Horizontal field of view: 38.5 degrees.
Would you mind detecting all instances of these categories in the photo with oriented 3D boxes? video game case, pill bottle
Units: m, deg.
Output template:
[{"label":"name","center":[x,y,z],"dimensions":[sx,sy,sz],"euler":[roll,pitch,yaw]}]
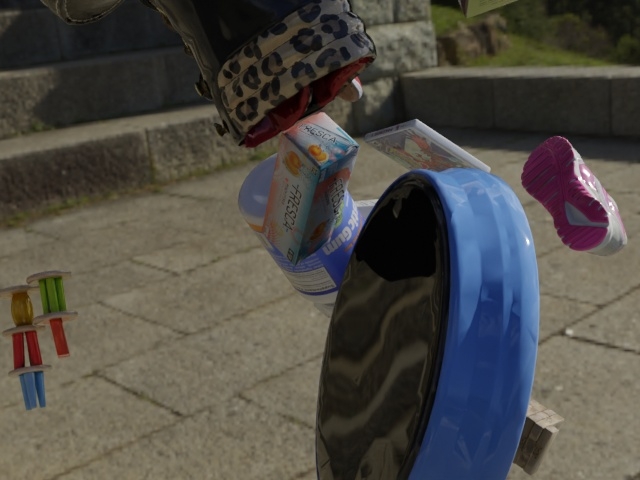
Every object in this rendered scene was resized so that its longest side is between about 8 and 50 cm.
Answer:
[{"label":"video game case","center":[0.214,-0.174,1.861],"dimensions":[0.201,0.023,0.183],"euler":[29,-17,-24]},{"label":"pill bottle","center":[0.000,0.000,1.408],"dimensions":[0.152,0.272,0.152],"euler":[-19,42,18]}]

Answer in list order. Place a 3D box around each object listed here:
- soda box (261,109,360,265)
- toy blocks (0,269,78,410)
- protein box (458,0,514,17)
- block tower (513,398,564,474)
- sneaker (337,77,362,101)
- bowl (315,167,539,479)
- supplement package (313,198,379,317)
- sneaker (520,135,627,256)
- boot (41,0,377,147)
[{"label":"soda box","center":[-0.014,-0.053,0.995],"dimensions":[0.058,0.183,0.063],"euler":[-34,69,-28]},{"label":"toy blocks","center":[-0.329,0.120,1.087],"dimensions":[0.123,0.148,0.054],"euler":[-21,-13,39]},{"label":"protein box","center":[0.285,-0.460,1.336],"dimensions":[0.200,0.136,0.201],"euler":[-20,-16,0]},{"label":"block tower","center":[0.271,0.281,1.643],"dimensions":[0.335,0.091,0.097],"euler":[32,20,33]},{"label":"sneaker","center":[0.013,-0.206,0.978],"dimensions":[0.067,0.118,0.042],"euler":[-46,5,-33]},{"label":"bowl","center":[0.083,0.115,0.897],"dimensions":[0.077,0.391,0.391],"euler":[13,12,-13]},{"label":"supplement package","center":[0.093,0.026,1.637],"dimensions":[0.203,0.194,0.149],"euler":[-5,6,-10]},{"label":"sneaker","center":[0.410,-0.062,1.482],"dimensions":[0.103,0.111,0.252],"euler":[-37,44,25]},{"label":"boot","center":[-0.120,-0.215,0.831],"dimensions":[0.138,0.284,0.377],"euler":[-30,1,-40]}]
